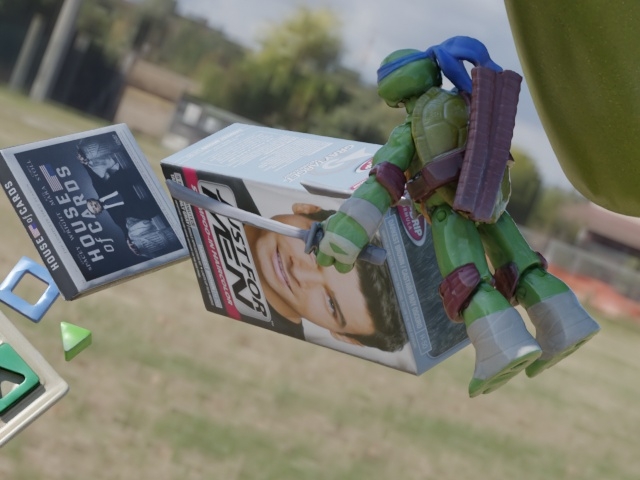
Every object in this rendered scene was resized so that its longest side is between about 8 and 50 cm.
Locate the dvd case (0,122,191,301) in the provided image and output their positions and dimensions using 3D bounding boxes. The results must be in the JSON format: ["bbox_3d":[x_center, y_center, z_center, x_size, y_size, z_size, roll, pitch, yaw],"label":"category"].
[{"bbox_3d":[-0.248,-0.036,2.078,0.179,0.029,0.238,60,29,6],"label":"dvd case"}]

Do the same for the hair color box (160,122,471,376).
[{"bbox_3d":[0.000,0.000,1.911,0.113,0.185,0.374,-29,24,-30],"label":"hair color box"}]

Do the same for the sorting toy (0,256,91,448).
[{"bbox_3d":[-0.412,0.154,2.114,0.196,0.347,0.047,44,-22,15],"label":"sorting toy"}]

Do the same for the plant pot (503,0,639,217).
[{"bbox_3d":[0.259,-0.212,1.548,0.274,0.275,0.293,24,-18,46],"label":"plant pot"}]

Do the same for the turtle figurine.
[{"bbox_3d":[0.075,0.004,1.472,0.266,0.274,0.198,59,4,14],"label":"turtle figurine"}]
